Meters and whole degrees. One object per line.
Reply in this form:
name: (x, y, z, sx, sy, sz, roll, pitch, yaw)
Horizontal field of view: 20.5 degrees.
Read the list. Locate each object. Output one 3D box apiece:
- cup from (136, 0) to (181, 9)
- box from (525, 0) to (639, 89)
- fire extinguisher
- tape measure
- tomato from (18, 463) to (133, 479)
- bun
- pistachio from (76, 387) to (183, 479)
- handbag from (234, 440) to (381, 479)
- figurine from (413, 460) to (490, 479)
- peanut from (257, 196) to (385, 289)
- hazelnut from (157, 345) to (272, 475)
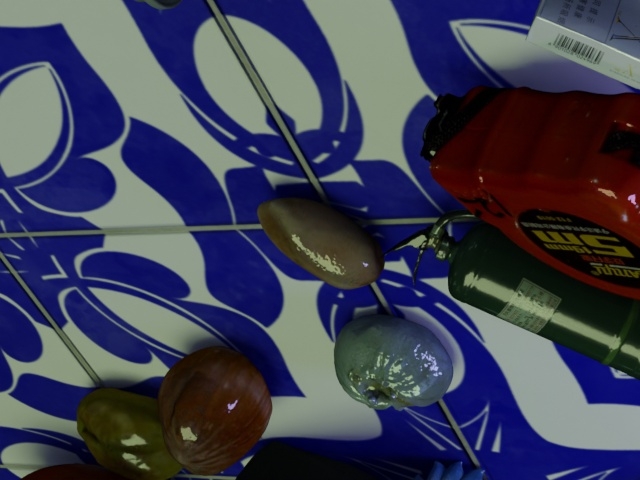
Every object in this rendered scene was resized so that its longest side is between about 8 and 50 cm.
cup: (-0.109, -0.272, 1.574, 0.141, 0.120, 0.120, -7, 135, 25)
box: (0.259, -0.177, 1.508, 0.154, 0.084, 0.040, 23, 142, 2)
fire extinguisher: (0.212, 0.042, 1.813, 0.294, 0.093, 0.118, 24, 118, 1)
tape measure: (0.255, -0.043, 1.616, 0.260, 0.114, 0.253, 37, 163, -35)
tomato: (-0.322, 0.432, 2.489, 0.299, 0.226, 0.298, 13, 149, 8)
bun: (0.080, 0.148, 2.023, 0.141, 0.083, 0.140, 13, 141, 11)
pistachio: (-0.237, 0.253, 2.318, 0.189, 0.100, 0.110, 20, 148, 8)
handbag: (0.038, 0.412, 2.243, 0.302, 0.178, 0.275, 15, 147, 56)
figurine: (0.169, 0.319, 2.210, 0.114, 0.079, 0.114, 2, 105, 8)
peanut: (0.000, 0.000, 1.892, 0.152, 0.076, 0.076, 28, 144, -10)
hazelnut: (-0.130, 0.211, 2.170, 0.150, 0.150, 0.150, 15, 143, 12)
